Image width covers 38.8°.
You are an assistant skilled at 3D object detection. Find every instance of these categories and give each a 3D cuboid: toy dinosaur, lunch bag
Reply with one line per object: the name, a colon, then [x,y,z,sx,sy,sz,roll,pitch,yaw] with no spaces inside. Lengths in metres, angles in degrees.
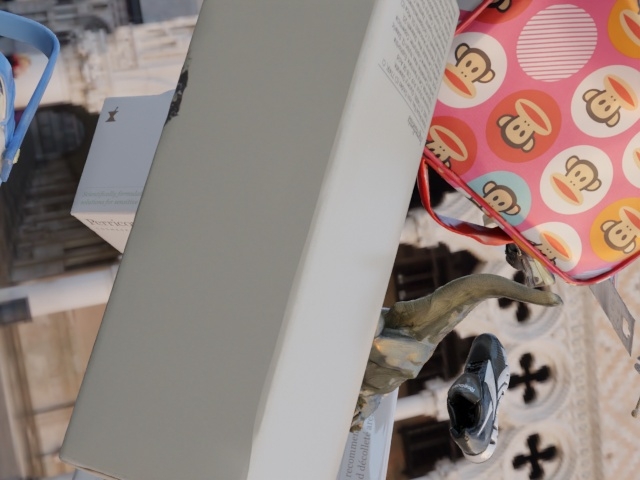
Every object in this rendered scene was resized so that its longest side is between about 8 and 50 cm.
toy dinosaur: [0.038,0.061,0.632,0.268,0.118,0.064,-46,-163,50]
lunch bag: [0.201,-0.100,0.798,0.293,0.258,0.120,42,15,-21]

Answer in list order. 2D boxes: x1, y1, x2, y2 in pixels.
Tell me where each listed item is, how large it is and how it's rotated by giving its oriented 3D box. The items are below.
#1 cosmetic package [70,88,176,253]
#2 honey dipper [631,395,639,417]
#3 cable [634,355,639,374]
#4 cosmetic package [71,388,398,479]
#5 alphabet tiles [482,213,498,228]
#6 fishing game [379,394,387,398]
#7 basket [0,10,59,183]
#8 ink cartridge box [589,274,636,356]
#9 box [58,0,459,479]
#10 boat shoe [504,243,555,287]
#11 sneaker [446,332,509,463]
cosmetic package: [-0.100,-0.017,1.080,0.365,0.197,0.155,48,48,-56]
honey dipper: [0.658,0.281,1.822,0.160,0.030,0.030,-63,-171,-13]
cable: [0.620,0.215,1.316,0.257,0.257,0.089,43,-61,47]
cosmetic package: [-0.118,0.312,1.316,0.327,0.394,0.329,106,-2,-57]
alphabet tiles: [0.343,-0.043,1.087,0.284,0.278,0.021,-21,-117,45]
fishing game: [0.000,0.000,0.791,0.189,0.041,0.264,42,24,-26]
basket: [-0.339,-0.105,0.674,0.289,0.255,0.201,-97,-153,-46]
ink cartridge box: [0.527,0.076,1.639,0.224,0.056,0.181,65,2,31]
box: [-0.018,-0.015,0.432,0.113,0.094,0.275,39,65,-64]
boat shoe: [0.290,0.021,1.307,0.152,0.049,0.056,50,21,-32]
sneaker: [0.270,0.258,1.573,0.106,0.078,0.234,41,53,-43]
